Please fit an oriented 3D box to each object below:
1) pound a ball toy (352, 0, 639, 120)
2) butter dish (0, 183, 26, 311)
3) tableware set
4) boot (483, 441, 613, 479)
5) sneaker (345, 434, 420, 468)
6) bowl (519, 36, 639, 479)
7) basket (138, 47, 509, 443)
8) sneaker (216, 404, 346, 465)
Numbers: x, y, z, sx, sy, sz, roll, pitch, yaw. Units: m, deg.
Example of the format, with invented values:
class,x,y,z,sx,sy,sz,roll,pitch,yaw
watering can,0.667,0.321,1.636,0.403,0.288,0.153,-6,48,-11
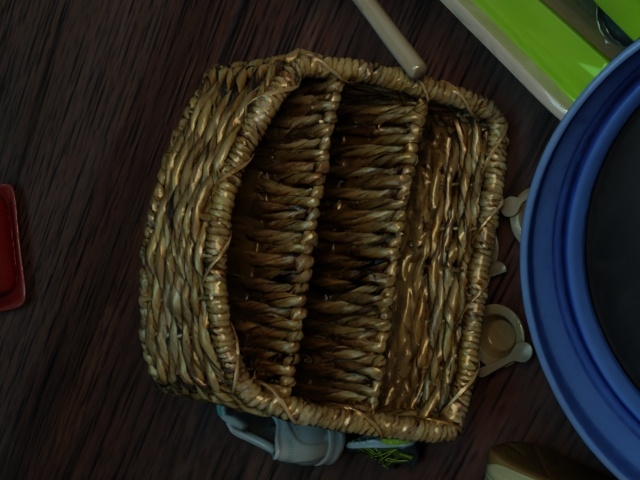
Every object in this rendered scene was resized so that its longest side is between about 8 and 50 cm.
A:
class,x,y,z,sx,sy,sz,roll,pitch,yaw
pound a ball toy,0.140,-0.215,0.856,0.319,0.135,0.208,51,131,24
butter dish,-0.459,0.015,1.342,0.160,0.118,0.160,-9,86,39
tableware set,0.167,0.033,0.911,0.141,0.020,0.169,-29,74,35
boot,0.218,0.301,0.837,0.262,0.095,0.203,25,107,37
sneaker,0.057,0.197,1.000,0.083,0.031,0.035,-13,96,45
bowl,0.328,0.023,0.688,0.391,0.077,0.391,8,109,25
basket,0.000,0.000,0.884,0.223,0.213,0.299,6,82,39
sneaker,-0.073,0.153,1.053,0.212,0.094,0.080,27,111,45
